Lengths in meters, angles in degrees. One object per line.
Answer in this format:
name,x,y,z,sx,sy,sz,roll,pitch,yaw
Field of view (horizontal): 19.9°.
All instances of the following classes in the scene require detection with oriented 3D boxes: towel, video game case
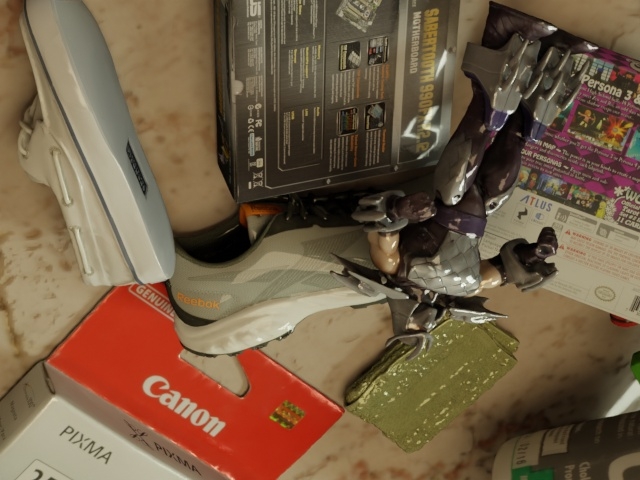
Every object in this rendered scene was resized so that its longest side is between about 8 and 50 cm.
towel,0.100,0.120,1.634,0.148,0.027,0.110,-45,126,8
video game case,0.243,-0.045,1.512,0.232,0.042,0.210,20,115,4

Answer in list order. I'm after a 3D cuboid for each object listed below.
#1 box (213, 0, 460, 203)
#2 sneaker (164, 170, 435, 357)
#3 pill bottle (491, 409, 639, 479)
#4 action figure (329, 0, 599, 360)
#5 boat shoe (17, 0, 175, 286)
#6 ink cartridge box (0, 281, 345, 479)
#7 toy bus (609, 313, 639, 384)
box,0.012,-0.147,1.396,0.183,0.056,0.231,-12,134,-14
sneaker,0.000,0.000,1.480,0.271,0.100,0.108,-23,119,-7
pill bottle,0.351,0.239,1.618,0.361,0.204,0.204,-15,129,19
action figure,0.115,-0.038,1.407,0.185,0.099,0.285,14,101,-42
boat shoe,-0.186,-0.069,1.368,0.084,0.095,0.258,-11,118,11
ink cartridge box,-0.138,0.183,1.564,0.239,0.060,0.275,-45,125,11
toy bus,0.318,0.015,1.602,0.202,0.104,0.191,45,114,-6
